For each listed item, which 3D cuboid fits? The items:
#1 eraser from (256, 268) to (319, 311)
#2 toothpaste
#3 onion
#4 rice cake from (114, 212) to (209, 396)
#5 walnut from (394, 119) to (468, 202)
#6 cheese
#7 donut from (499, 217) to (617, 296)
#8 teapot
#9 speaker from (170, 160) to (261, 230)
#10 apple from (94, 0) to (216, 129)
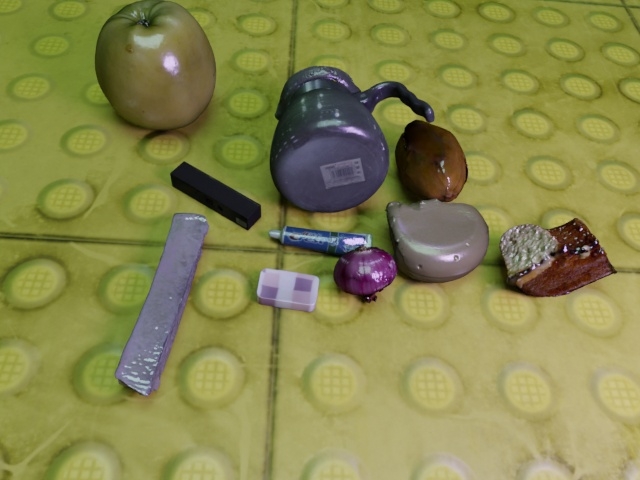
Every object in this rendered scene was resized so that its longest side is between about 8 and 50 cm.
[{"bbox_3d":[-0.057,0.087,1.034,0.105,0.026,0.065,8,54,-1],"label":"eraser"},{"bbox_3d":[0.000,0.000,1.105,0.197,0.035,0.057,8,68,-2],"label":"toothpaste"},{"bbox_3d":[0.080,0.059,1.035,0.115,0.115,0.104,-18,101,-19],"label":"onion"},{"bbox_3d":[-0.257,0.095,0.986,0.073,0.056,0.365,12,52,-4],"label":"rice cake"},{"bbox_3d":[0.219,-0.162,1.189,0.137,0.137,0.245,-8,41,-13],"label":"walnut"},{"bbox_3d":[0.223,-0.003,1.096,0.203,0.091,0.175,-6,53,-13],"label":"cheese"},{"bbox_3d":[0.427,0.032,1.084,0.187,0.144,0.126,-24,46,13],"label":"donut"},{"bbox_3d":[0.035,-0.242,1.154,0.223,0.305,0.285,35,31,-36],"label":"teapot"},{"bbox_3d":[-0.206,-0.088,1.145,0.191,0.040,0.046,30,57,16],"label":"speaker"},{"bbox_3d":[-0.345,-0.367,1.231,0.262,0.262,0.262,3,52,-4],"label":"apple"}]
